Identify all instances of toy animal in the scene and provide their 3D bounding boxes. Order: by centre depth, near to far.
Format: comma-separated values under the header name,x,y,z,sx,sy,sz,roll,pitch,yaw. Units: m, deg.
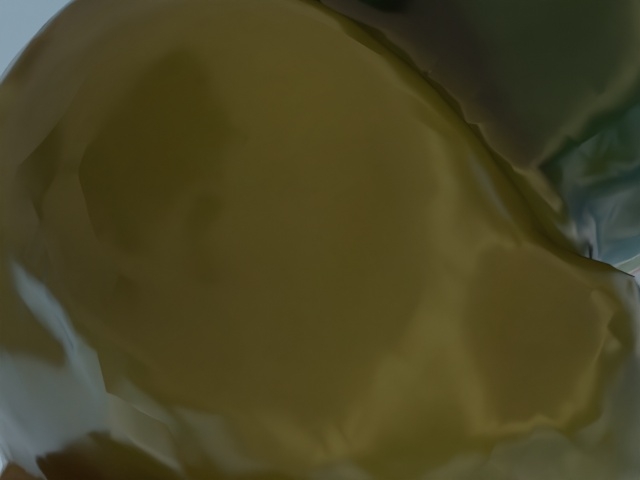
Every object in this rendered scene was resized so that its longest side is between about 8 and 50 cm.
name,x,y,z,sx,sy,sz,roll,pitch,yaw
toy animal,-0.001,-0.003,0.452,0.216,0.191,0.338,-2,-135,43
